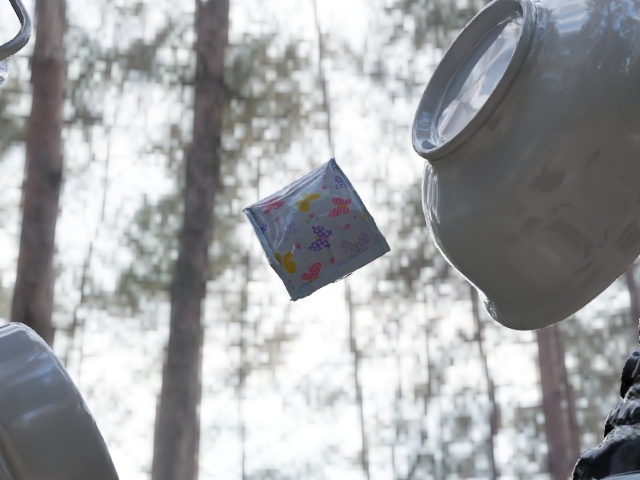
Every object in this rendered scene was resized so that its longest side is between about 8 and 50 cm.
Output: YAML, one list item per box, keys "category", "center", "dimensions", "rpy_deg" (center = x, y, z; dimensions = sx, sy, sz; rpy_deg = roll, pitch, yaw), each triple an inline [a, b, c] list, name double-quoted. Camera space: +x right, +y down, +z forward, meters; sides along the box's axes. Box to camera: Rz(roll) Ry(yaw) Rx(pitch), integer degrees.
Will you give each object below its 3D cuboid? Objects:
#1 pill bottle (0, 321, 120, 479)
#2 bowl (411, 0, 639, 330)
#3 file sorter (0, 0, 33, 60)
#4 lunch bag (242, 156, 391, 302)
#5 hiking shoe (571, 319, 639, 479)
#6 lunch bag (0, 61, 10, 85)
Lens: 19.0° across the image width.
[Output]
- category: "pill bottle"
  center: [-0.231, 0.149, 0.807]
  dimensions: [0.283, 0.160, 0.160]
  rpy_deg: [-23, -32, -24]
- category: "bowl"
  center: [0.162, -0.092, 1.423]
  dimensions: [0.134, 0.298, 0.298]
  rpy_deg: [31, -47, -18]
- category: "file sorter"
  center: [-0.265, -0.225, 0.949]
  dimensions: [0.192, 0.173, 0.278]
  rpy_deg: [-17, -54, -14]
- category: "lunch bag"
  center: [0.000, 0.000, 1.176]
  dimensions: [0.071, 0.083, 0.053]
  rpy_deg: [-31, -53, -1]
- category: "hiking shoe"
  center: [0.137, 0.056, 0.622]
  dimensions: [0.086, 0.114, 0.227]
  rpy_deg: [39, -76, -25]
- category: "lunch bag"
  center: [-0.362, -0.162, 1.492]
  dimensions: [0.221, 0.293, 0.138]
  rpy_deg: [38, -77, -9]
